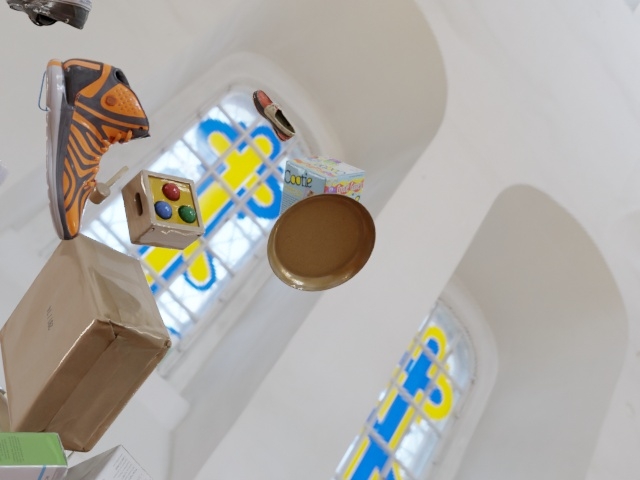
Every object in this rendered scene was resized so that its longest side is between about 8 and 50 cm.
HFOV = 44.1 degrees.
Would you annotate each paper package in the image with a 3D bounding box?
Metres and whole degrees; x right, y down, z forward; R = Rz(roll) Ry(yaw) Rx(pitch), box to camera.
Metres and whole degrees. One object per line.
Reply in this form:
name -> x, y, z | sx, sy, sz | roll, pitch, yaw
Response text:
paper package -> -0.467, 0.192, 1.531 | 0.168, 0.309, 0.325 | 29, 15, -38

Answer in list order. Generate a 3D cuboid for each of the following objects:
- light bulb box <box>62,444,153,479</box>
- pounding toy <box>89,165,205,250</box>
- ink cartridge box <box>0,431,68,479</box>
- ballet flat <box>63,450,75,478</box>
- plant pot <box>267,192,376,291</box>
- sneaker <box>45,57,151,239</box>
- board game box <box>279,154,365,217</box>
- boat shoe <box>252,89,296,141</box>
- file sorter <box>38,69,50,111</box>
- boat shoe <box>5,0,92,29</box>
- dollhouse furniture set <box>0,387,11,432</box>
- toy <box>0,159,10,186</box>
light bulb box -> -0.504, 0.751, 1.849 | 0.225, 0.358, 0.361 | -29, -74, 31
pounding toy -> -0.347, -0.090, 1.567 | 0.094, 0.206, 0.181 | -34, -119, 36
ink cartridge box -> -0.423, 0.286, 0.939 | 0.109, 0.209, 0.062 | -60, -138, 19
ballet flat -> -0.617, 0.413, 1.960 | 0.139, 0.400, 0.139 | 6, -43, 6
plant pot -> 0.000, 0.000, 1.659 | 0.032, 0.236, 0.236 | -119, -172, -55
sneaker -> -0.391, -0.156, 1.401 | 0.124, 0.180, 0.321 | -140, -128, -66
board game box -> -0.005, -0.053, 1.944 | 0.144, 0.142, 0.275 | 27, -62, 38
boat shoe -> -0.106, -0.291, 1.818 | 0.043, 0.049, 0.137 | -24, -78, 49
file sorter -> -0.612, -0.352, 1.973 | 0.170, 0.104, 0.118 | 28, -71, 37
boat shoe -> -0.341, -0.285, 0.976 | 0.142, 0.049, 0.040 | 13, -88, 31
dollhouse furniture set -> -0.793, 0.501, 2.072 | 0.161, 0.212, 0.242 | 43, -14, 19
toy -> -0.769, -0.163, 1.680 | 0.056, 0.136, 0.237 | 16, -25, 16
